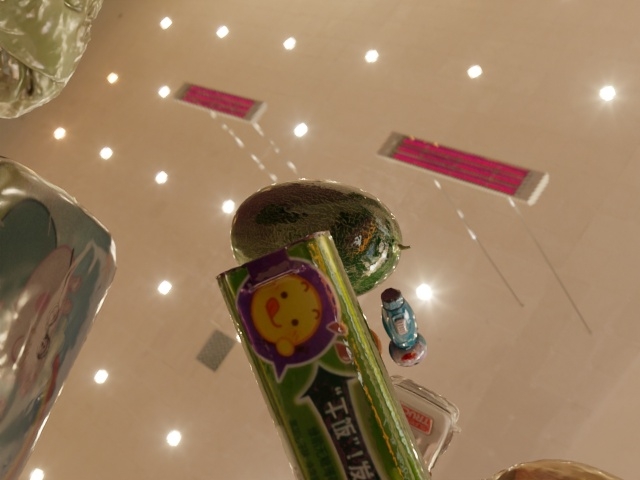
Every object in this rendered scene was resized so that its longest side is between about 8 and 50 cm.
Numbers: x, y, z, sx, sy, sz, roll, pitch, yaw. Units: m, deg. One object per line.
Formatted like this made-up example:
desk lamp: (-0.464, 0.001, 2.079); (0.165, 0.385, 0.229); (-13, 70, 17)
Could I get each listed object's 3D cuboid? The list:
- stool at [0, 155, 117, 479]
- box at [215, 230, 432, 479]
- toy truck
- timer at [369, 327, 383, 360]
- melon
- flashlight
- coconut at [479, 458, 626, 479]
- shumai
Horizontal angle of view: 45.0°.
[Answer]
stool: (-0.348, 0.071, 0.627); (0.226, 0.310, 0.310); (21, -102, 8)
box: (0.015, 0.172, 0.815); (0.134, 0.097, 0.345); (-24, -95, 8)
toy truck: (0.099, 0.436, 1.356); (0.173, 0.207, 0.387); (25, -93, 12)
timer: (0.038, 0.211, 1.086); (0.132, 0.152, 0.132); (-13, -144, 9)
melon: (0.000, 0.000, 1.144); (0.288, 0.182, 0.182); (9, -117, 28)
flashlight: (0.100, 0.108, 0.965); (0.051, 0.129, 0.051); (-13, -140, 11)
coconut: (0.382, 0.547, 1.279); (0.405, 0.404, 0.404); (-19, -131, 23)
shumai: (-0.386, -0.301, 0.949); (0.288, 0.292, 0.330); (28, -70, 51)
